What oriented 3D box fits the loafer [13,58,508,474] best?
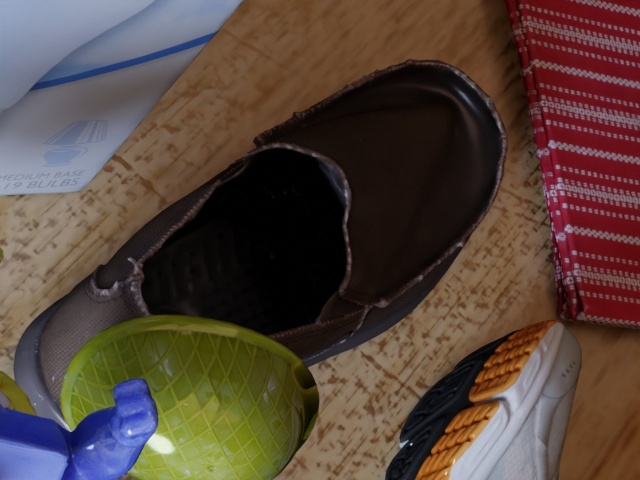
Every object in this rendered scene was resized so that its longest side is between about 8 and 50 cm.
[{"bbox_3d":[0.000,0.000,1.041,0.134,0.130,0.366,49,51,1],"label":"loafer"}]

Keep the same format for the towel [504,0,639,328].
[{"bbox_3d":[0.218,-0.063,1.276,0.199,0.031,0.274,6,63,-31],"label":"towel"}]

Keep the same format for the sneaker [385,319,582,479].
[{"bbox_3d":[0.095,0.165,1.045,0.121,0.099,0.262,40,58,-16],"label":"sneaker"}]

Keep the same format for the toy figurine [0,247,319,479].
[{"bbox_3d":[-0.156,0.108,0.788,0.363,0.217,0.191,20,100,-21],"label":"toy figurine"}]

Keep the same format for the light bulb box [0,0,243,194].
[{"bbox_3d":[-0.217,-0.193,0.866,0.358,0.361,0.225,-4,67,-33],"label":"light bulb box"}]
